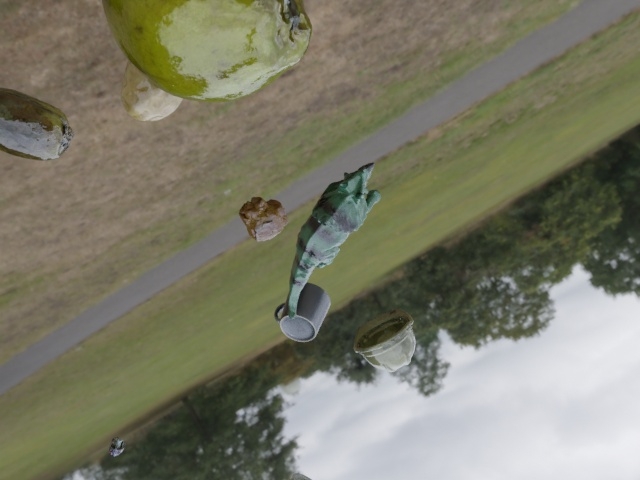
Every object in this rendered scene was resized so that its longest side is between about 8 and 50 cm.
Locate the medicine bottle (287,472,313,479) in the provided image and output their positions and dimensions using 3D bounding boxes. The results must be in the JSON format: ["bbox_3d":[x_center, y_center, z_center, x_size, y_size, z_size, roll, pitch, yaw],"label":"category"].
[{"bbox_3d":[-0.107,0.609,1.392,0.324,0.124,0.179,-51,-177,3],"label":"medicine bottle"}]

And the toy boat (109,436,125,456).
[{"bbox_3d":[-0.482,0.485,1.710,0.038,0.038,0.083,-29,-172,-6],"label":"toy boat"}]

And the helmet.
[{"bbox_3d":[0.216,0.327,2.227,0.204,0.137,0.257,-28,-170,9],"label":"helmet"}]

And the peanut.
[{"bbox_3d":[-0.415,-0.500,1.951,0.169,0.387,0.192,30,172,-40],"label":"peanut"}]

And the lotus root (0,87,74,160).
[{"bbox_3d":[-0.776,-0.294,1.828,0.152,0.274,0.160,-72,-177,-62],"label":"lotus root"}]

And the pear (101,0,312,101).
[{"bbox_3d":[-0.218,-0.425,1.361,0.352,0.413,0.352,-40,143,-39],"label":"pear"}]

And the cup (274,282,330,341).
[{"bbox_3d":[-0.039,0.129,1.268,0.100,0.078,0.077,-12,-145,29],"label":"cup"}]

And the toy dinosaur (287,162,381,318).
[{"bbox_3d":[0.008,-0.010,1.075,0.120,0.079,0.292,-51,173,-44],"label":"toy dinosaur"}]

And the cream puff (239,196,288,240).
[{"bbox_3d":[-0.144,-0.058,1.790,0.122,0.094,0.116,-1,138,-47],"label":"cream puff"}]
